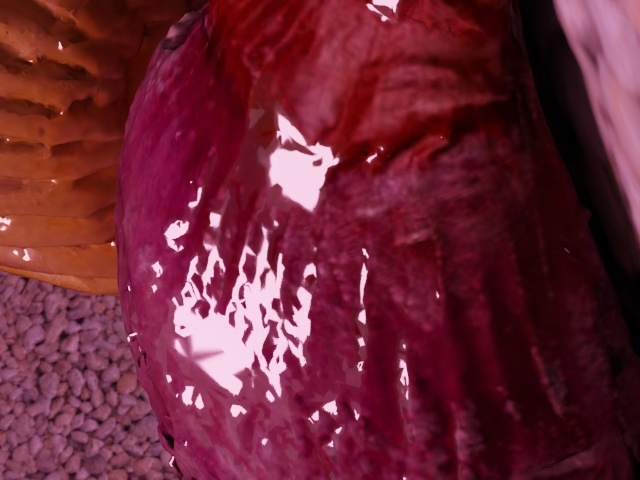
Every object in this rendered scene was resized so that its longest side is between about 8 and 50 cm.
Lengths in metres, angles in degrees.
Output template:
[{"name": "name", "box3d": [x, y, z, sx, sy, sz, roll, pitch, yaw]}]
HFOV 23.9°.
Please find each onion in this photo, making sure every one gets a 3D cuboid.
[{"name": "onion", "box3d": [0.000, 0.000, 0.520, 0.349, 0.159, 0.267, 70, 174, -48]}]

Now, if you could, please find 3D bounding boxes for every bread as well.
[{"name": "bread", "box3d": [-0.087, -0.096, 0.671, 0.149, 0.274, 0.274, 32, 155, 34]}]
